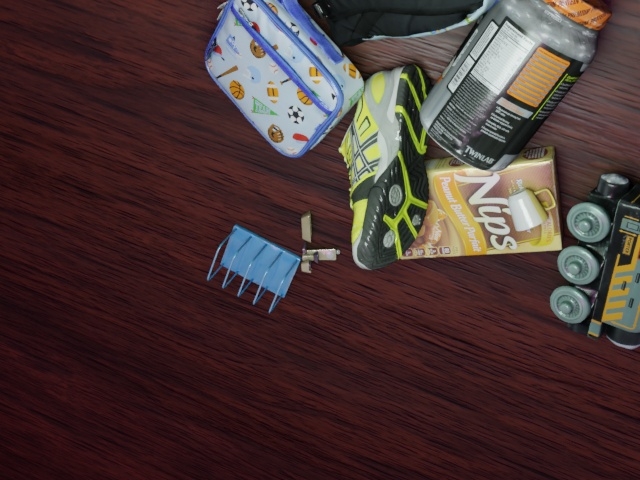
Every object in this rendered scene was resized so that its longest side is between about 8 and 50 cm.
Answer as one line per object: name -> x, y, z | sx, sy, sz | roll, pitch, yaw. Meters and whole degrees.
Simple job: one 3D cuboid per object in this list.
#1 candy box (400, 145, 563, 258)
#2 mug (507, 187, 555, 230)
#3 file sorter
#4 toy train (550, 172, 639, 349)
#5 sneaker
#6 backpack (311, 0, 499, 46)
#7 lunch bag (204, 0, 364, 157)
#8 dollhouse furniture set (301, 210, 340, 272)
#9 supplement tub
candy box -> 0.297, -0.069, 1.438 | 0.317, 0.087, 0.182 | -4, 114, 23
mug -> 0.373, -0.061, 1.337 | 0.062, 0.078, 0.064 | -17, 102, 59
file sorter -> -0.152, 0.067, 1.668 | 0.170, 0.104, 0.118 | 27, 122, 6
toy train -> 0.543, 0.045, 1.352 | 0.190, 0.142, 0.333 | 24, 125, 34
sneaker -> 0.111, -0.131, 1.379 | 0.147, 0.145, 0.384 | 1, 74, 41
backpack -> 0.154, -0.460, 1.169 | 0.356, 0.274, 0.290 | 29, 145, 58
lunch bag -> -0.076, -0.323, 1.383 | 0.303, 0.115, 0.243 | 47, 141, 1
dollhouse furniture set -> 0.000, 0.000, 1.598 | 0.081, 0.091, 0.114 | -1, 114, 4
supplement tub -> 0.324, -0.288, 1.250 | 0.194, 0.193, 0.316 | 34, 122, 1
